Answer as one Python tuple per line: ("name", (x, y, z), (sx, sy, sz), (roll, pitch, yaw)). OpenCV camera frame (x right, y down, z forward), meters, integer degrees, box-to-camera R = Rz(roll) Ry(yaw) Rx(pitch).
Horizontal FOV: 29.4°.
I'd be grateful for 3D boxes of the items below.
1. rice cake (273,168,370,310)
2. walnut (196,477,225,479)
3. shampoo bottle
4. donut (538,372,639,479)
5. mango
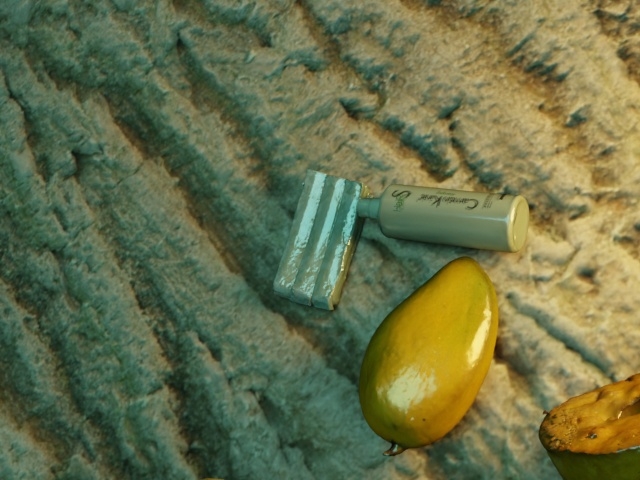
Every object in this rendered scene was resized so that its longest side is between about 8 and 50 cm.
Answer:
("rice cake", (0.000, 0.000, 1.904), (0.124, 0.038, 0.211), (15, 79, 29))
("walnut", (-0.123, 0.470, 1.665), (0.253, 0.282, 0.277), (-11, 68, 64))
("shampoo bottle", (0.173, -0.037, 1.810), (0.262, 0.085, 0.085), (7, 74, 28))
("donut", (0.415, 0.237, 1.513), (0.277, 0.277, 0.108), (-20, 99, 17))
("mango", (0.156, 0.162, 1.732), (0.176, 0.119, 0.317), (21, 72, 33))
